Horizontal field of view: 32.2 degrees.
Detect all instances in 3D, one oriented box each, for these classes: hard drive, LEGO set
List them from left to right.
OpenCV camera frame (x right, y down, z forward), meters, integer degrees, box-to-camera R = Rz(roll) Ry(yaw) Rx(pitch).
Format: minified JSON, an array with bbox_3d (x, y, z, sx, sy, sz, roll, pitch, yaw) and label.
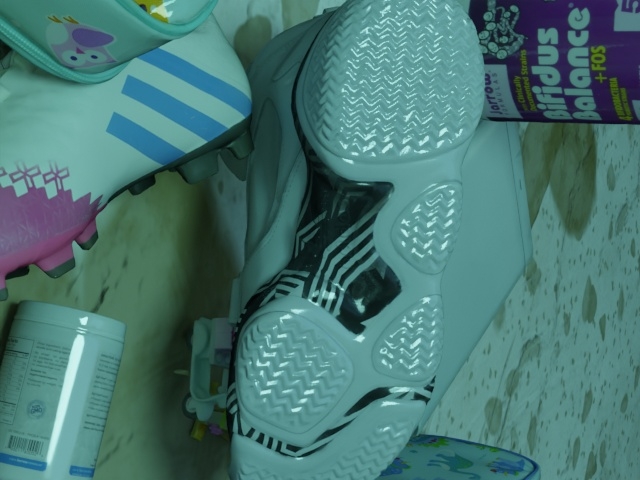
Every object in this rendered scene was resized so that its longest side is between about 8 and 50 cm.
[{"bbox_3d":[0.001,0.133,0.923,0.287,0.107,0.132,9,87,-60],"label":"LEGO set"},{"bbox_3d":[0.144,0.012,1.210,0.353,0.047,0.233,-46,133,-46],"label":"hard drive"}]

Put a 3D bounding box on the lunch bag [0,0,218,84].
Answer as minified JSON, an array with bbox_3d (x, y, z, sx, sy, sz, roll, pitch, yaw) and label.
[{"bbox_3d":[-0.129,-0.242,0.587,0.224,0.108,0.279,38,50,-28],"label":"lunch bag"}]

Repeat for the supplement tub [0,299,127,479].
[{"bbox_3d":[-0.163,0.096,0.674,0.071,0.071,0.107,31,68,-57],"label":"supplement tub"}]

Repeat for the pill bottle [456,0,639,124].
[{"bbox_3d":[0.219,-0.195,1.050,0.169,0.302,0.169,-13,105,-59],"label":"pill bottle"}]

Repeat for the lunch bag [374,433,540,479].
[{"bbox_3d":[0.110,0.260,1.063,0.219,0.176,0.090,-14,107,-59],"label":"lunch bag"}]

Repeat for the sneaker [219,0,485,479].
[{"bbox_3d":[0.000,0.000,0.790,0.137,0.210,0.365,10,99,-19],"label":"sneaker"}]

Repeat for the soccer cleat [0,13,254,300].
[{"bbox_3d":[-0.159,-0.068,0.635,0.331,0.116,0.143,-41,115,-54],"label":"soccer cleat"}]
